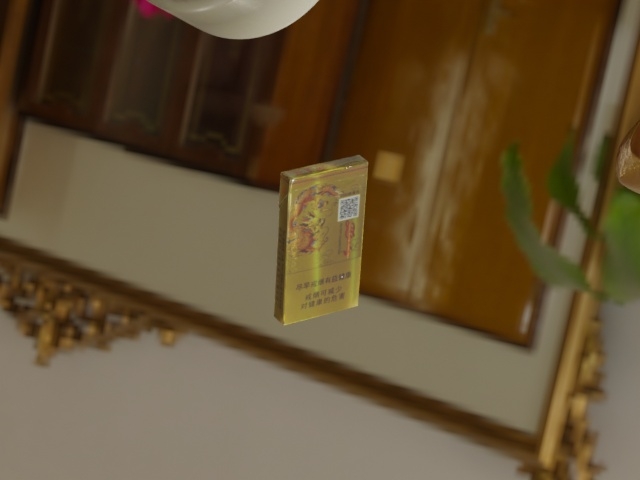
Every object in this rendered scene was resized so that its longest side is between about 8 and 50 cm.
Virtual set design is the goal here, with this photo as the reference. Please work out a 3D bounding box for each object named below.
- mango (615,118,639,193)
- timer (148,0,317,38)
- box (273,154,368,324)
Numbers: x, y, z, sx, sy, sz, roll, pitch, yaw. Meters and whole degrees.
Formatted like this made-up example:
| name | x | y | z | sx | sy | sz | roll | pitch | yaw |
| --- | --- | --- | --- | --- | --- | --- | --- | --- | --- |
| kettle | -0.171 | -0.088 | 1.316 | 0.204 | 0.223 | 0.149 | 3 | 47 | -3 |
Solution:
| name | x | y | z | sx | sy | sz | roll | pitch | yaw |
| --- | --- | --- | --- | --- | --- | --- | --- | --- | --- |
| mango | 0.464 | -0.123 | 2.082 | 0.138 | 0.187 | 0.257 | 42 | 164 | -10 |
| timer | -0.117 | -0.232 | 1.098 | 0.175 | 0.175 | 0.266 | 16 | -173 | 31 |
| box | 0.000 | 0.000 | 1.587 | 0.089 | 0.156 | 0.022 | -16 | -147 | -29 |
